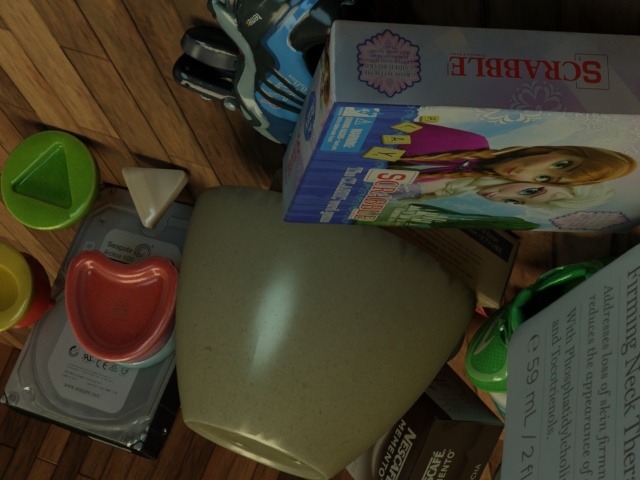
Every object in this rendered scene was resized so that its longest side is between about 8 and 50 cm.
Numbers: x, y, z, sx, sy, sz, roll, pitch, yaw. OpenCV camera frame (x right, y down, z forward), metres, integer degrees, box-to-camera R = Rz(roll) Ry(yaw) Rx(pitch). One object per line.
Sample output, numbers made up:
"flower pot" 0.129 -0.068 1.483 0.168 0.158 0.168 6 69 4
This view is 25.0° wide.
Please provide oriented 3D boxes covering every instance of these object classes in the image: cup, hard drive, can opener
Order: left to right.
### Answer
"hard drive" -0.262 0.102 1.950 0.237 0.338 0.064 15 162 25
"can opener" -0.054 -0.143 1.390 0.186 0.059 0.073 24 163 -5
"cup" -0.026 0.120 1.563 0.331 0.237 0.331 20 163 6

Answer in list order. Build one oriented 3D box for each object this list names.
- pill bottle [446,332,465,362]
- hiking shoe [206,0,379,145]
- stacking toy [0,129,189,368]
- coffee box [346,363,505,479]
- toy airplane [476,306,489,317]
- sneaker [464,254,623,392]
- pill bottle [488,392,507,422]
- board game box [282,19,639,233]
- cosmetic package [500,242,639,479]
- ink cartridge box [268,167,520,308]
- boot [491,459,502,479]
"pill bottle" 0.095 0.102 1.846 0.108 0.108 0.193 5 169 46
"hiking shoe" -0.002 -0.136 1.196 0.132 0.113 0.304 36 171 24
"stacking toy" -0.302 0.018 1.889 0.309 0.279 0.130 15 173 14
"coffee box" 0.098 0.230 1.943 0.119 0.168 0.297 9 -158 -33
"toy airplane" 0.146 0.047 1.788 0.151 0.028 0.151 31 177 2
"sneaker" 0.237 0.083 1.543 0.124 0.109 0.295 3 155 -32
"pill bottle" 0.288 0.180 1.822 0.146 0.146 0.264 15 163 23
"board game box" 0.143 -0.077 1.135 0.318 0.065 0.318 1 166 -7
"cosmetic package" 0.385 0.180 1.147 0.327 0.329 0.394 29 136 -20
"ink cartridge box" 0.072 -0.006 1.614 0.193 0.088 0.235 32 161 -35
"boot" 0.399 0.299 1.654 0.377 0.138 0.284 -2 -171 -44
